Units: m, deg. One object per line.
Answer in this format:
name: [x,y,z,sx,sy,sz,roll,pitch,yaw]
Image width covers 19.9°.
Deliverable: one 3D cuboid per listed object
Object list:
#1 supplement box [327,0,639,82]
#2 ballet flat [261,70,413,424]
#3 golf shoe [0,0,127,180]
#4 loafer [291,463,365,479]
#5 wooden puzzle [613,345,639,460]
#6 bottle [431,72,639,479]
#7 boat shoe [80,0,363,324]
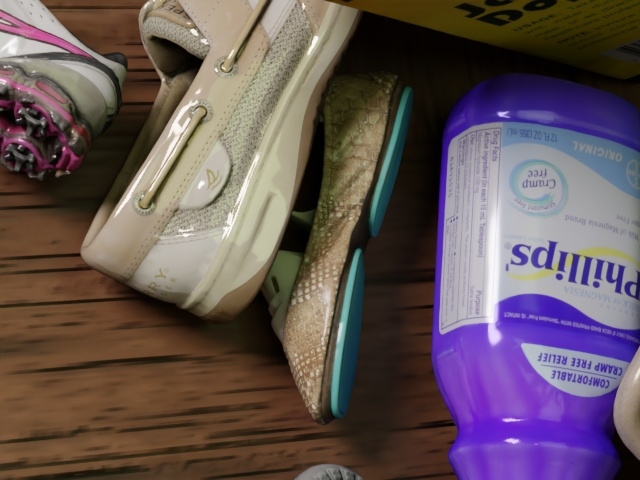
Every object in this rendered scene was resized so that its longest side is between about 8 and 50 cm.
supplement box: [0.143,-0.223,0.968,0.356,0.195,0.194,5,71,-51]
ballet flat: [0.000,0.000,0.999,0.067,0.073,0.206,10,65,8]
golf shoe: [-0.188,-0.108,0.942,0.186,0.067,0.086,33,50,-5]
loafer: [0.045,0.220,0.942,0.251,0.087,0.094,52,35,-14]
wooden puzzle: [0.334,0.090,1.054,0.348,0.080,0.322,43,58,-12]
bottle: [0.120,0.053,1.009,0.118,0.092,0.282,12,70,-21]
boat shoe: [-0.045,-0.109,0.982,0.098,0.109,0.302,23,72,-17]
